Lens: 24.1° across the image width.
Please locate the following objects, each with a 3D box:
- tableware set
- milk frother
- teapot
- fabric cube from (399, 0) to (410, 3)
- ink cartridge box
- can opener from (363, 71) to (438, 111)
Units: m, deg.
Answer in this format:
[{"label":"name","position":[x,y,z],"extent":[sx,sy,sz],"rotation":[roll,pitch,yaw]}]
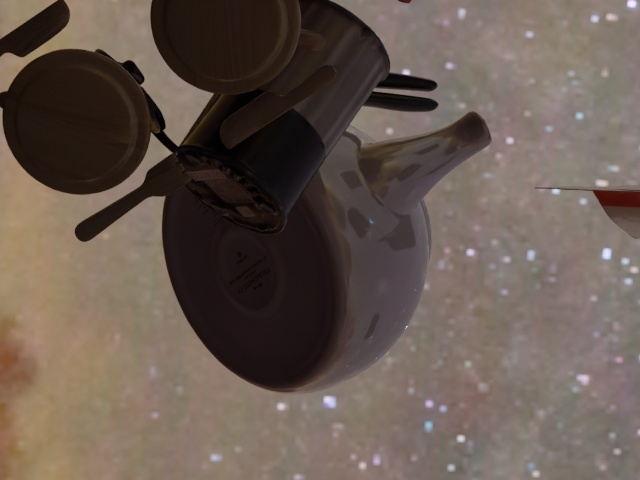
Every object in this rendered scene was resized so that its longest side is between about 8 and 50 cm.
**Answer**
[{"label":"tableware set","position":[-0.097,-0.100,0.873],"extent":[0.194,0.128,0.039],"rotation":[-32,-166,13]},{"label":"milk frother","position":[-0.053,-0.102,0.943],"extent":[0.129,0.143,0.135],"rotation":[14,-120,38]},{"label":"teapot","position":[0.000,0.000,1.270],"extent":[0.256,0.187,0.253],"rotation":[20,-61,38]},{"label":"fabric cube","position":[-0.021,-0.350,0.942],"extent":[0.259,0.258,0.254],"rotation":[-57,-149,35]},{"label":"ink cartridge box","position":[0.317,-0.019,1.222],"extent":[0.189,0.232,0.066],"rotation":[4,-80,47]},{"label":"can opener","position":[0.050,-0.177,1.750],"extent":[0.073,0.186,0.059],"rotation":[153,-67,-76]}]
